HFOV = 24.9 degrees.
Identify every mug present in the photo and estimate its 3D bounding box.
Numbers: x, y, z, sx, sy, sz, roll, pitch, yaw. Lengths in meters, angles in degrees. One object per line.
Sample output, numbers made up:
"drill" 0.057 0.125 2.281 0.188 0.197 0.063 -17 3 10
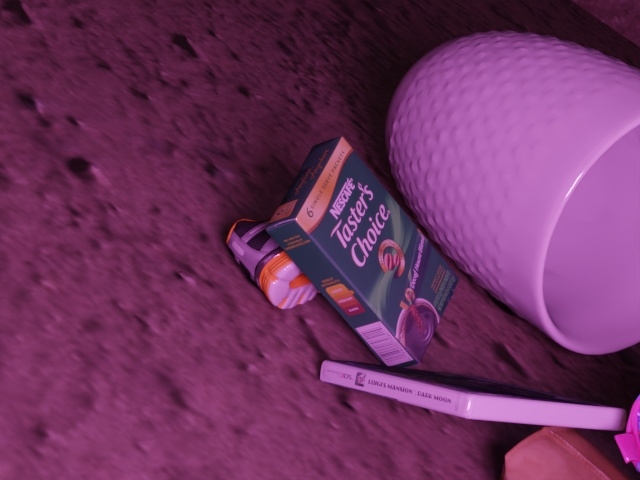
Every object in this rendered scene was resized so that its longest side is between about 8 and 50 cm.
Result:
"mug" 0.260 -0.064 1.556 0.374 0.276 0.328 23 11 -43

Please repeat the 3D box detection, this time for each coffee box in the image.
"coffee box" 0.040 0.012 1.258 0.184 0.040 0.113 50 46 -22

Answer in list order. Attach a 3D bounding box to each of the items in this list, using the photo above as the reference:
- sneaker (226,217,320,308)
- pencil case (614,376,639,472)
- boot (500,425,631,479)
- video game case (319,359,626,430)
"sneaker" 0.000 0.000 1.332 0.083 0.084 0.215 36 24 25
"pencil case" 0.310 0.179 1.214 0.104 0.104 0.236 43 -2 27
"boot" 0.234 0.256 1.094 0.269 0.089 0.236 44 13 26
"video game case" 0.125 0.126 1.188 0.190 0.022 0.173 10 -2 -40
